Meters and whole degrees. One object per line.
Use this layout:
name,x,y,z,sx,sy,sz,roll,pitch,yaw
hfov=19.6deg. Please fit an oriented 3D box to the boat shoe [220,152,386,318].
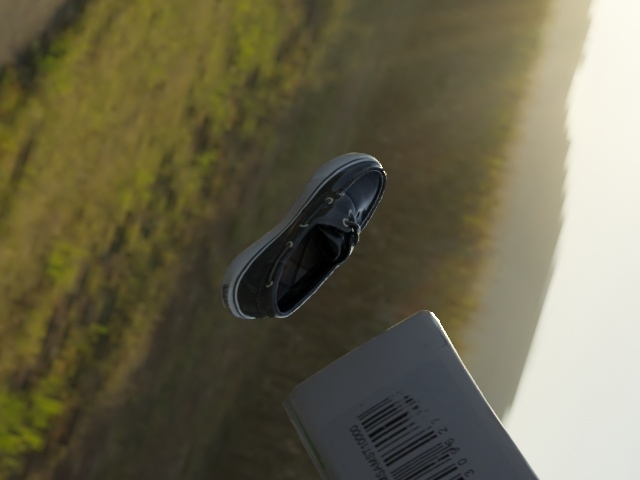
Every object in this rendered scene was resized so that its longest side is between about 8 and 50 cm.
boat shoe,0.000,0.000,1.073,0.142,0.040,0.049,-46,130,-33

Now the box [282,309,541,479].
box,0.109,0.197,0.558,0.322,0.058,0.232,58,0,-42
